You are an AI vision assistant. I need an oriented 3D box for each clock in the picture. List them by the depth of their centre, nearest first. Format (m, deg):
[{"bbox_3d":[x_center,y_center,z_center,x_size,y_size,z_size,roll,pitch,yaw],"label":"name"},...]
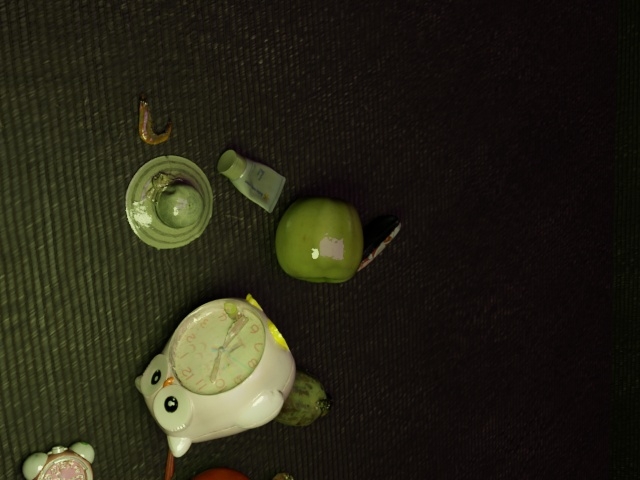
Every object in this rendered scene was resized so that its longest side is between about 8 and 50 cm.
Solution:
[{"bbox_3d":[-0.627,0.573,1.594,0.165,0.092,0.162,-5,90,-36],"label":"clock"},{"bbox_3d":[-0.260,0.349,1.702,0.376,0.368,0.251,-36,144,-10],"label":"clock"}]

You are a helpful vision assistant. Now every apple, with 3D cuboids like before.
[{"bbox_3d":[0.000,0.000,1.906,0.279,0.279,0.280,-5,99,-36],"label":"apple"}]

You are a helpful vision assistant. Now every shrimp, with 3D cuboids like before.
[{"bbox_3d":[-0.421,-0.307,1.670,0.091,0.025,0.127,-21,112,-34],"label":"shrimp"}]

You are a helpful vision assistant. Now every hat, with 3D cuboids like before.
[{"bbox_3d":[-0.361,-0.091,1.691,0.251,0.110,0.252,-5,98,-37],"label":"hat"}]

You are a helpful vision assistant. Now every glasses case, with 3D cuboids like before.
[{"bbox_3d":[0.151,0.010,2.094,0.266,0.103,0.067,-42,121,-24],"label":"glasses case"}]

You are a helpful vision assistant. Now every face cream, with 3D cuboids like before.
[{"bbox_3d":[-0.184,-0.172,1.851,0.224,0.070,0.114,33,76,-44],"label":"face cream"}]

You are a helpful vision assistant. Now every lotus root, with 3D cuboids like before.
[{"bbox_3d":[-0.105,0.435,1.926,0.309,0.173,0.173,32,77,-34],"label":"lotus root"}]

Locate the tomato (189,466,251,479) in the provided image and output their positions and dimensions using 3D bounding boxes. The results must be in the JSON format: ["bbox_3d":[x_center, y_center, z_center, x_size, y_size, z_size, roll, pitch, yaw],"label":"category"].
[{"bbox_3d":[-0.278,0.747,1.787,0.255,0.224,0.256,-2,93,-35],"label":"tomato"}]

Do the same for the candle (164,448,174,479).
[{"bbox_3d":[-0.404,0.578,1.798,0.026,0.021,0.168,6,93,-17],"label":"candle"}]

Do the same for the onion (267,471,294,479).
[{"bbox_3d":[-0.090,0.854,1.956,0.221,0.281,0.281,-25,118,15],"label":"onion"}]
